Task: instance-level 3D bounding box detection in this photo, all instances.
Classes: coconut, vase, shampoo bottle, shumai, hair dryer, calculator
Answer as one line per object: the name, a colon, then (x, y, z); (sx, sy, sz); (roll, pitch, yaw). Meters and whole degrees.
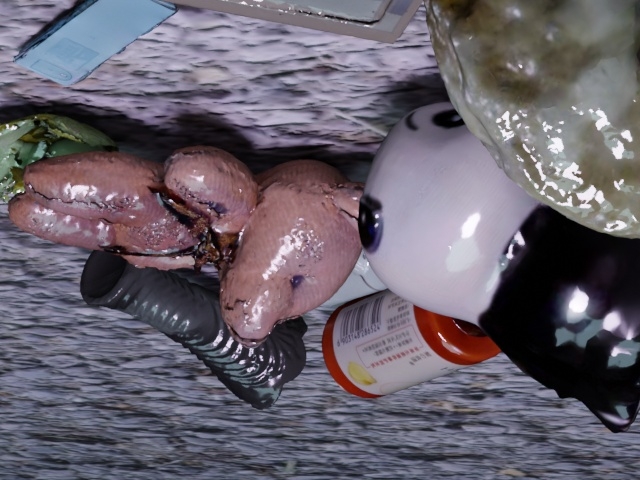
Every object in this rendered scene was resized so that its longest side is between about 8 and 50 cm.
coconut: (-0.237, -0.067, 1.523); (0.158, 0.055, 0.133); (-15, 160, 19)
vase: (-0.129, 0.074, 1.806); (0.115, 0.115, 0.237); (-12, 146, 41)
shampoo bottle: (0.112, 0.076, 1.717); (0.104, 0.104, 0.278); (18, 156, -26)
shumai: (0.179, -0.146, 0.875); (0.222, 0.272, 0.203); (-3, 165, -33)
hair dryer: (-0.006, 0.001, 1.666); (0.183, 0.044, 0.155); (25, 152, -28)
calculator: (-0.168, -0.154, 1.337); (0.057, 0.018, 0.172); (18, 156, -29)

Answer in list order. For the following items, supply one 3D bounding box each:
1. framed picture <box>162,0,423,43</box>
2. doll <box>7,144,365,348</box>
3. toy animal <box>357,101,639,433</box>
framed picture: (-0.120, -0.235, 1.071); (0.446, 0.028, 0.326); (9, 159, -12)
doll: (-0.105, 0.008, 1.495); (0.303, 0.156, 0.201); (3, 161, -18)
toy animal: (0.166, -0.015, 1.337); (0.266, 0.212, 0.212); (32, 163, 13)
